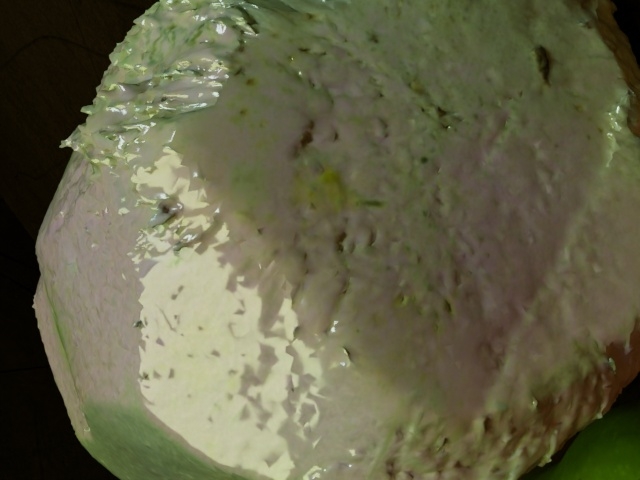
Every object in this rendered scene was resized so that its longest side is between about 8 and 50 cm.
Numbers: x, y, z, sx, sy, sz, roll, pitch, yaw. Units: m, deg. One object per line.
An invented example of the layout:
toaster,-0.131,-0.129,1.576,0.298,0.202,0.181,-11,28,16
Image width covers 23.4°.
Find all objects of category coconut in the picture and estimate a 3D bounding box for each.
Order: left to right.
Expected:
coconut,0.000,0.000,0.615,0.233,0.233,0.245,58,159,0

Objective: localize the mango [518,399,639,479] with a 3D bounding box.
mango,0.135,0.176,0.717,0.175,0.143,0.293,58,154,24
